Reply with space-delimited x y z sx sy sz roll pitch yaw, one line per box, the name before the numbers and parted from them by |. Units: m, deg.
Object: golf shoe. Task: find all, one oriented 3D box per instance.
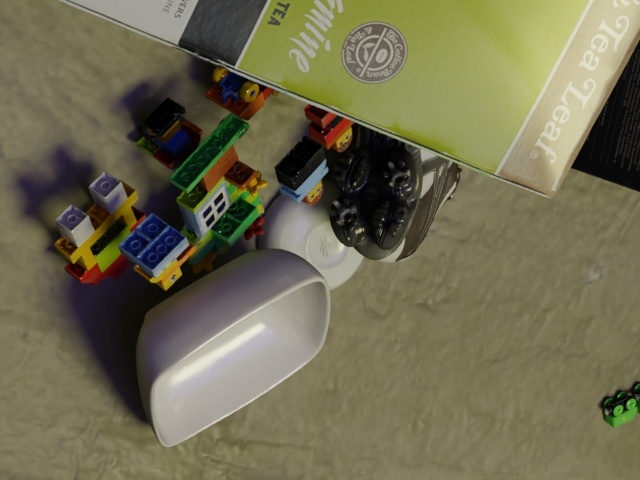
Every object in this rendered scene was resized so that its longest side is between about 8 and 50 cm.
golf shoe | 0.063 -0.078 1.364 0.094 0.077 0.198 40 69 -62

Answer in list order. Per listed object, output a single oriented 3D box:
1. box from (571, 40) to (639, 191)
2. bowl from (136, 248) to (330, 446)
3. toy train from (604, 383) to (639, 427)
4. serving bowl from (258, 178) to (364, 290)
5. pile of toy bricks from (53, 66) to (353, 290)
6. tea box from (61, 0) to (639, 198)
box | 0.286 -0.078 1.393 0.153 0.207 0.108 8 100 -29
bowl | -0.064 0.064 1.310 0.142 0.053 0.142 -30 158 -15
toy train | 0.257 0.123 1.545 0.083 0.017 0.024 -22 123 -21
serving bowl | 0.000 0.000 1.368 0.083 0.027 0.083 -8 108 -27
pile of toy bricks | -0.063 -0.030 1.295 0.212 0.118 0.105 -46 152 -19
tea box | 0.051 -0.253 1.137 0.323 0.220 0.329 22 109 -16
